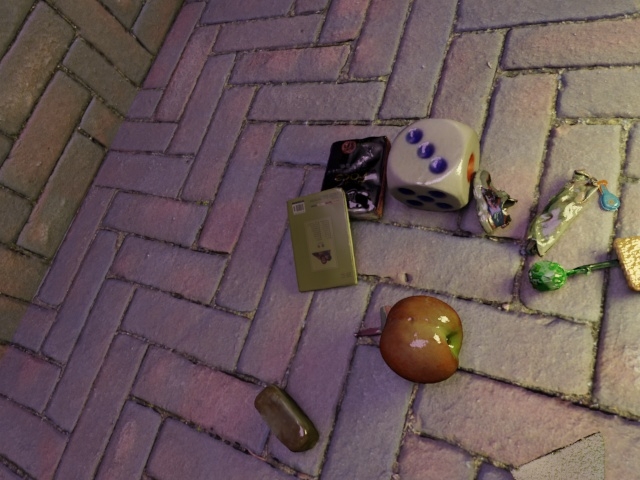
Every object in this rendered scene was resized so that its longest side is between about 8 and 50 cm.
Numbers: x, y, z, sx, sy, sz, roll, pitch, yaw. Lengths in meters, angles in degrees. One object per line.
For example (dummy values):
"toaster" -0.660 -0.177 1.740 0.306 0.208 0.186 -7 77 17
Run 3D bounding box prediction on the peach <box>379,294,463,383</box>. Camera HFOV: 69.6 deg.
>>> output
"peach" 0.291 0.291 1.353 0.253 0.252 0.252 -11 62 22

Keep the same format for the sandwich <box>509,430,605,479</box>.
"sandwich" 0.632 0.622 1.129 0.245 0.063 0.212 -30 60 11

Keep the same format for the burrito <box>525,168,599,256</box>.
"burrito" 0.731 -0.084 1.411 0.096 0.066 0.309 38 89 32

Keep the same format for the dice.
"dice" 0.385 -0.250 1.561 0.251 0.243 0.259 8 74 29

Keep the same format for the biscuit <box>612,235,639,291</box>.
"biscuit" 0.946 0.049 1.242 0.250 0.030 0.160 -10 63 11

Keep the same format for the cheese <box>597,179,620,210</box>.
"cheese" 0.869 -0.136 1.397 0.047 0.017 0.111 -16 61 16

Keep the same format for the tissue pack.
"tissue pack" 0.135 -0.237 1.747 0.245 0.123 0.332 0 67 29

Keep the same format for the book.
"book" 0.000 0.000 1.680 0.239 0.035 0.351 -10 85 24

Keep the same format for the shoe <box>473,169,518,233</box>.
"shoe" 0.568 -0.137 1.493 0.126 0.099 0.227 -12 67 30

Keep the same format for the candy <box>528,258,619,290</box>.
"candy" 0.768 0.080 1.317 0.324 0.097 0.097 -13 61 13

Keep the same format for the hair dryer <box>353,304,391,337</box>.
"hair dryer" 0.178 0.288 1.522 0.154 0.054 0.106 -26 53 19

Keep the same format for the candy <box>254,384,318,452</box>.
"candy" -0.112 0.575 1.489 0.102 0.104 0.234 -46 55 -1
